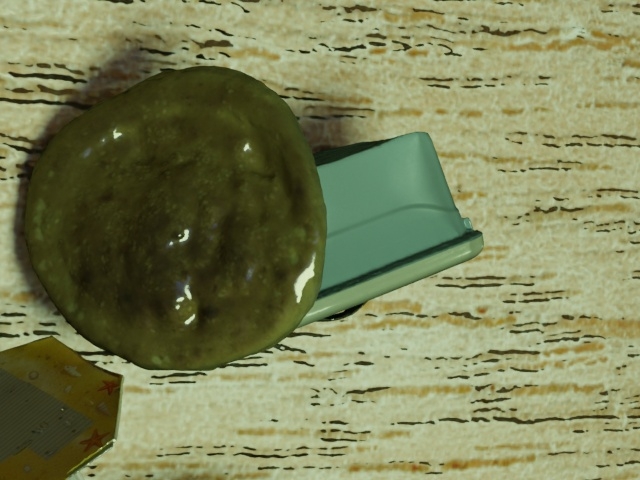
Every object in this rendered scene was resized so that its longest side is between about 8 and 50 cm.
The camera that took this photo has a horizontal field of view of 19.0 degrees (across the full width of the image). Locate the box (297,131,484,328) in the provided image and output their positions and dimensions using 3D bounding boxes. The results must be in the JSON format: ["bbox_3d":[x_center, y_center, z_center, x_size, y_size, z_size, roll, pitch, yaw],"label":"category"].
[{"bbox_3d":[0.000,0.000,1.509,0.227,0.162,0.130,-19,97,-32],"label":"box"}]

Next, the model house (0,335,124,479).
[{"bbox_3d":[-0.212,0.192,1.349,0.207,0.219,0.136,-40,123,-24],"label":"model house"}]

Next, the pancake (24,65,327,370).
[{"bbox_3d":[-0.105,-0.020,1.396,0.050,0.242,0.241,19,84,-75],"label":"pancake"}]
